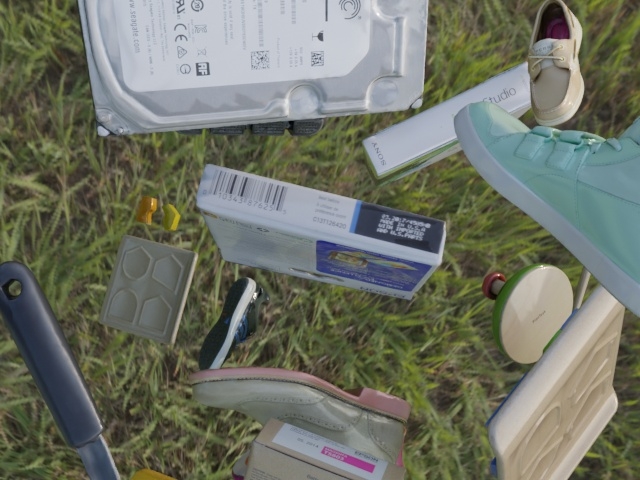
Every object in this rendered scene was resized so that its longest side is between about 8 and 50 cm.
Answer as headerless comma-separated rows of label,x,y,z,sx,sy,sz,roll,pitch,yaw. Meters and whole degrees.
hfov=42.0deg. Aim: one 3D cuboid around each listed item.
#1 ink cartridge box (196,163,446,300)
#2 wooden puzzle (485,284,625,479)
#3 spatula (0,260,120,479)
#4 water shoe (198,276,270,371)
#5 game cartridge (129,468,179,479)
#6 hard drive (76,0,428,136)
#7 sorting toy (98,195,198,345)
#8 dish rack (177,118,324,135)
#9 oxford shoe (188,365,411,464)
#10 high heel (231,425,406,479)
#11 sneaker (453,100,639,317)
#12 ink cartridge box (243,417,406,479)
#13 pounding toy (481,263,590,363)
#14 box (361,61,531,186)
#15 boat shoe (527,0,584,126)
ink cartridge box,0.000,0.000,1.136,0.303,0.307,0.072,12,80,2
wooden puzzle,0.359,0.265,1.308,0.080,0.348,0.322,28,64,36
spatula,-0.138,0.147,0.519,0.084,0.030,0.296,-27,82,0
water shoe,-0.157,0.172,1.577,0.080,0.073,0.203,33,76,-35
game cartridge,-0.120,0.346,0.676,0.285,0.323,0.053,-55,129,-31
hard drive,-0.062,-0.230,0.812,0.339,0.237,0.064,-6,31,-11
sorting toy,-0.373,0.063,1.880,0.229,0.041,0.307,13,85,28
dish rack,-0.075,-0.237,0.951,0.208,0.271,0.074,-2,40,-16
oxford shoe,-0.033,0.302,1.393,0.397,0.140,0.146,15,71,-15
high heel,0.003,0.478,1.657,0.377,0.181,0.127,-4,26,-21
sneaker,0.214,-0.069,0.607,0.094,0.151,0.256,10,30,-43
ink cartridge box,-0.005,0.409,1.289,0.234,0.088,0.193,19,109,11
pounding toy,0.376,0.115,1.524,0.237,0.110,0.183,-10,110,-32
box,0.174,-0.153,1.195,0.232,0.322,0.058,-25,88,4
boat shoe,0.255,-0.201,0.925,0.063,0.059,0.170,-14,48,32
